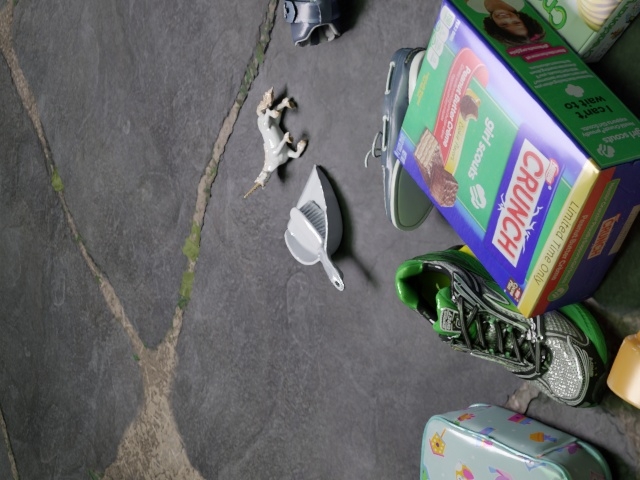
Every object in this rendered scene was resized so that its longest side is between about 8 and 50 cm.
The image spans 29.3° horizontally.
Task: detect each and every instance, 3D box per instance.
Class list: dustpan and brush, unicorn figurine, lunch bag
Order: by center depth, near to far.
[{"bbox_3d":[0.253,0.350,1.625,0.279,0.108,0.224,15,111,51],"label":"lunch bag"},{"bbox_3d":[0.000,0.000,1.918,0.211,0.060,0.147,53,134,32],"label":"dustpan and brush"},{"bbox_3d":[-0.074,-0.159,1.995,0.111,0.060,0.162,-31,56,51],"label":"unicorn figurine"}]

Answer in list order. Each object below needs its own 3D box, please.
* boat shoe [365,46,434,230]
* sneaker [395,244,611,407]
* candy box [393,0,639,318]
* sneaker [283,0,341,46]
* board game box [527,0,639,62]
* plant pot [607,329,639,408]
[{"bbox_3d":[0.119,-0.143,1.711,0.079,0.095,0.254,16,108,48],"label":"boat shoe"},{"bbox_3d":[0.229,0.119,1.580,0.343,0.146,0.134,32,121,44],"label":"sneaker"},{"bbox_3d":[0.244,-0.108,1.502,0.317,0.122,0.268,53,147,31],"label":"candy box"},{"bbox_3d":[-0.038,-0.384,1.874,0.226,0.086,0.163,-138,34,-62],"label":"sneaker"},{"bbox_3d":[0.293,-0.390,1.474,0.305,0.053,0.193,60,138,25],"label":"board game box"},{"bbox_3d":[0.433,0.101,1.292,0.205,0.205,0.188,27,102,47],"label":"plant pot"}]
